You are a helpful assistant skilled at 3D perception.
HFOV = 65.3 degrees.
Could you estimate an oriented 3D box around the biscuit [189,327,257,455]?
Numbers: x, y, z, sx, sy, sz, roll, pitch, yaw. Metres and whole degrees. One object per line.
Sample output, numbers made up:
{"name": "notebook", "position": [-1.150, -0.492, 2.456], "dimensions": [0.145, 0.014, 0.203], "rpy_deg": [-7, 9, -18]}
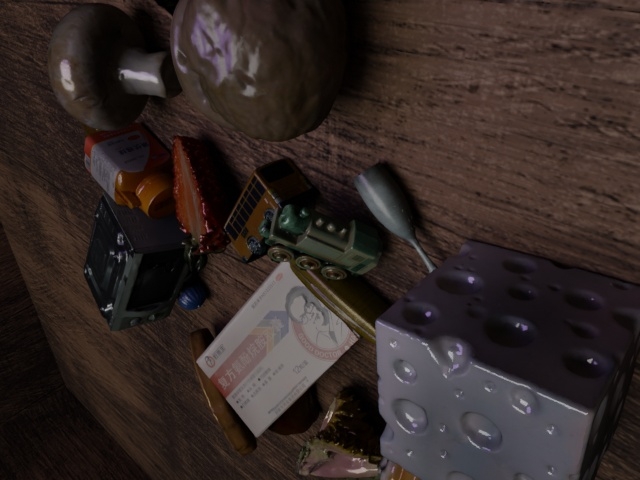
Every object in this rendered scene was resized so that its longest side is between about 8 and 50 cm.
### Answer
{"name": "biscuit", "position": [-0.254, 0.397, 1.299], "dimensions": [0.312, 0.057, 0.351], "rpy_deg": [-126, 13, -61]}

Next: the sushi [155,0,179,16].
{"name": "sushi", "position": [-0.225, -0.429, 0.738], "dimensions": [0.126, 0.136, 0.225], "rpy_deg": [16, 169, 33]}

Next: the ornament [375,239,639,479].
{"name": "ornament", "position": [0.235, 0.175, 0.634], "dimensions": [0.239, 0.240, 0.239], "rpy_deg": [19, 127, 38]}

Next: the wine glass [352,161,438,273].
{"name": "wine glass", "position": [0.124, -0.028, 0.756], "dimensions": [0.198, 0.066, 0.066], "rpy_deg": [57, 140, 3]}

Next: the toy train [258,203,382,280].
{"name": "toy train", "position": [0.000, 0.000, 0.823], "dimensions": [0.194, 0.080, 0.125], "rpy_deg": [22, 145, -23]}

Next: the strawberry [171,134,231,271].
{"name": "strawberry", "position": [-0.240, -0.078, 1.053], "dimensions": [0.188, 0.106, 0.285], "rpy_deg": [17, 113, 54]}

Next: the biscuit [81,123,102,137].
{"name": "biscuit", "position": [-0.558, -0.293, 1.286], "dimensions": [0.181, 0.049, 0.207], "rpy_deg": [18, 128, 38]}

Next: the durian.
{"name": "durian", "position": [0.064, 0.451, 1.065], "dimensions": [0.196, 0.185, 0.305], "rpy_deg": [24, 137, 9]}

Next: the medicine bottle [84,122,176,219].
{"name": "medicine bottle", "position": [-0.422, -0.158, 1.156], "dimensions": [0.222, 0.149, 0.112], "rpy_deg": [44, 137, 16]}

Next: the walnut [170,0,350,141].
{"name": "walnut", "position": [-0.077, -0.254, 0.685], "dimensions": [0.249, 0.248, 0.248], "rpy_deg": [25, 130, 33]}

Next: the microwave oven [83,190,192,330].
{"name": "microwave oven", "position": [-0.462, 0.047, 1.242], "dimensions": [0.237, 0.181, 0.295], "rpy_deg": [52, 131, 25]}

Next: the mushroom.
{"name": "mushroom", "position": [-0.392, -0.330, 0.983], "dimensions": [0.244, 0.244, 0.243], "rpy_deg": [25, 130, 33]}

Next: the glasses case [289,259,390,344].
{"name": "glasses case", "position": [0.042, 0.095, 0.903], "dimensions": [0.234, 0.079, 0.064], "rpy_deg": [40, 130, 20]}

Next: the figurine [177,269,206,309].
{"name": "figurine", "position": [-0.358, 0.113, 1.334], "dimensions": [0.087, 0.086, 0.149], "rpy_deg": [-21, 87, 26]}

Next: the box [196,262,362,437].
{"name": "box", "position": [-0.089, 0.219, 1.028], "dimensions": [0.214, 0.069, 0.353], "rpy_deg": [47, 114, 12]}

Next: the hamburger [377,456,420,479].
{"name": "hamburger", "position": [0.224, 0.390, 0.782], "dimensions": [0.237, 0.277, 0.276], "rpy_deg": [24, 130, 49]}

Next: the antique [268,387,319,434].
{"name": "antique", "position": [-0.128, 0.347, 1.199], "dimensions": [0.224, 0.129, 0.278], "rpy_deg": [-27, 95, 47]}

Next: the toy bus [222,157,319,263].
{"name": "toy bus", "position": [-0.103, -0.052, 0.941], "dimensions": [0.114, 0.098, 0.201], "rpy_deg": [52, 139, 10]}

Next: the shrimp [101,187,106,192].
{"name": "shrimp", "position": [-0.500, -0.106, 1.335], "dimensions": [0.174, 0.058, 0.253], "rpy_deg": [7, 132, 25]}
